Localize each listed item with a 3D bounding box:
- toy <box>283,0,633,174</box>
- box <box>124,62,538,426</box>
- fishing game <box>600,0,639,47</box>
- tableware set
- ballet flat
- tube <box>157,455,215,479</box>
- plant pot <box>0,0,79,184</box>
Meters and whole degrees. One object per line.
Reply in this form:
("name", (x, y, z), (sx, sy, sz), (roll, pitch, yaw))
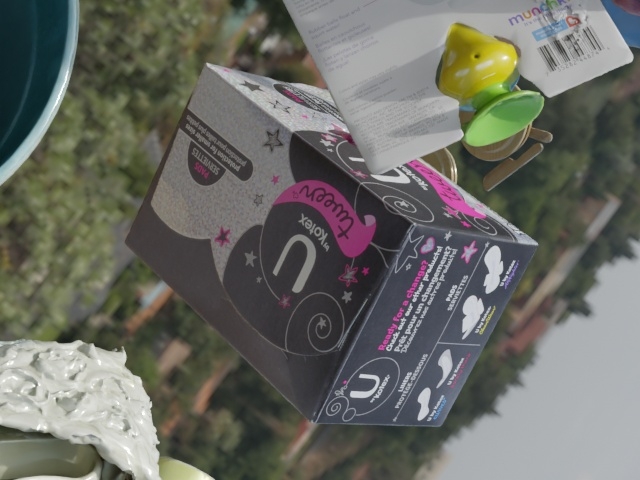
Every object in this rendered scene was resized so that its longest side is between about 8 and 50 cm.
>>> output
("toy", (0.043, -0.146, 0.776), (0.137, 0.237, 0.056), (-24, 152, -2))
("box", (0.000, 0.000, 1.090), (0.142, 0.247, 0.163), (7, 115, -47))
("fishing game", (0.152, -0.152, 0.780), (0.041, 0.264, 0.189), (-35, -179, -10))
("tableware set", (0.148, -0.095, 1.587), (0.194, 0.128, 0.039), (-38, 156, 33))
("ballet flat", (-0.273, 0.122, 0.845), (0.409, 0.147, 0.147), (-1, 141, -28))
("tube", (-0.134, 0.261, 0.998), (0.062, 0.070, 0.240), (89, 22, -61))
("plant pot", (-0.305, -0.104, 0.833), (0.271, 0.271, 0.255), (-48, -167, -29))
